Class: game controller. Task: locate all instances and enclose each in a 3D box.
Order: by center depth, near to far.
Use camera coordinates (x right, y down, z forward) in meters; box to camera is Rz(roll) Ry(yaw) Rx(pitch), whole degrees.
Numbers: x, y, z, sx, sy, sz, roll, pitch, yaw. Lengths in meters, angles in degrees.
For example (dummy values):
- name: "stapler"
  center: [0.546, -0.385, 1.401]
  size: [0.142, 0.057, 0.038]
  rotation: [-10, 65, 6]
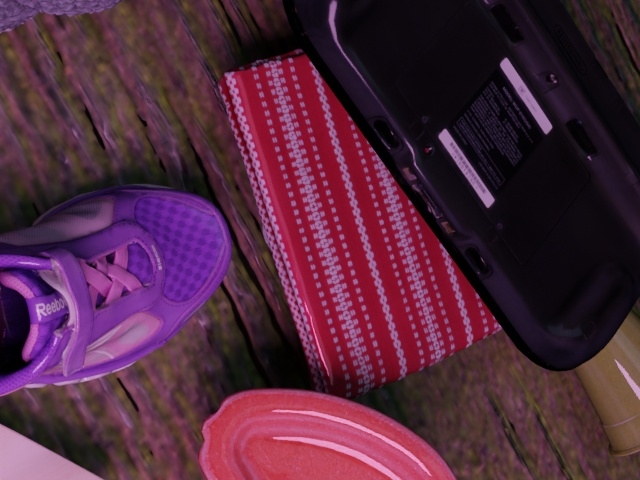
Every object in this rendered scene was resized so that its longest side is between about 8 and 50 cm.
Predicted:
- name: "game controller"
  center: [0.106, -0.075, 0.835]
  size: [0.166, 0.067, 0.319]
  rotation: [-45, 110, -22]

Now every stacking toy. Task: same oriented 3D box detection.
- name: "stacking toy"
  center: [-0.067, 0.234, 0.716]
  size: [0.279, 0.130, 0.309]
  rotation: [9, 73, -7]

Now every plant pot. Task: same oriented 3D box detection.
- name: "plant pot"
  center: [0.202, 0.086, 0.917]
  size: [0.083, 0.083, 0.079]
  rotation: [-37, 91, -33]

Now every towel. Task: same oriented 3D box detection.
- name: "towel"
  center: [0.068, -0.034, 0.842]
  size: [0.274, 0.031, 0.199]
  rotation: [-20, 93, -42]

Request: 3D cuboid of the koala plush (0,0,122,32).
- name: "koala plush"
  center: [-0.091, -0.190, 0.677]
  size: [0.203, 0.196, 0.221]
  rotation: [49, 62, -18]

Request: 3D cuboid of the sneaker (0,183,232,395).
- name: "sneaker"
  center: [-0.132, 0.030, 0.672]
  size: [0.236, 0.104, 0.095]
  rotation: [-20, 93, -36]

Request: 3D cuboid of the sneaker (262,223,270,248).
- name: "sneaker"
  center: [0.000, 0.000, 0.816]
  size: [0.083, 0.032, 0.037]
  rotation: [37, 50, -30]
